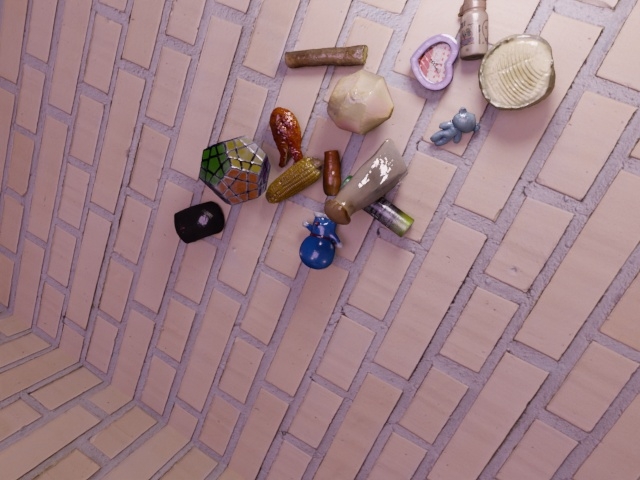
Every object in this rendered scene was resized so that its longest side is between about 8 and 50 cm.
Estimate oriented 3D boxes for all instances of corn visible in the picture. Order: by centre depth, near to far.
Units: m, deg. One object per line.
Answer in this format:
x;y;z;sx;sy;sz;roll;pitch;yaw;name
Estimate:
-0.116;-0.264;1.866;0.322;0.119;0.119;-29;89;32;corn

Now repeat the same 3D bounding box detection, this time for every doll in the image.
0.510;-0.432;1.627;0.120;0.075;0.180;35;140;-29;doll
0.000;0.000;1.867;0.215;0.161;0.257;19;90;30;doll

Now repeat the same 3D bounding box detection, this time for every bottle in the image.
0.547;-0.766;1.528;0.110;0.097;0.209;9;104;53;bottle
0.231;-0.145;1.767;0.330;0.093;0.093;38;111;10;bottle

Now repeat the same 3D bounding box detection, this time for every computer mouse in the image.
-0.609;-0.088;2.096;0.269;0.100;0.170;-18;92;23;computer mouse

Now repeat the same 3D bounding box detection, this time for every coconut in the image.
0.163;-0.529;1.646;0.259;0.259;0.259;4;102;20;coconut

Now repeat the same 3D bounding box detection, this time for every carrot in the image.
0.049;-0.288;1.814;0.087;0.087;0.193;4;103;20;carrot

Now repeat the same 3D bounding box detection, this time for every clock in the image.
0.425;-0.671;1.606;0.172;0.064;0.198;14;105;18;clock

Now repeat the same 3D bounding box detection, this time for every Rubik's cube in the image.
-0.369;-0.305;1.854;0.319;0.319;0.264;-10;109;22;Rubik's cube

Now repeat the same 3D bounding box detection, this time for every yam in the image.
0.017;-0.750;1.743;0.357;0.081;0.081;5;102;21;yam

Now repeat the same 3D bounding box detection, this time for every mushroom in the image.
0.190;-0.217;1.672;0.154;0.137;0.407;45;78;-9;mushroom

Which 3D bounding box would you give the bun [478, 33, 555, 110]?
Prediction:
0.682;-0.582;1.479;0.259;0.152;0.259;11;112;29;bun

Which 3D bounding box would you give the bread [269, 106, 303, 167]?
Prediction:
-0.151;-0.446;1.855;0.139;0.095;0.269;-1;104;28;bread
